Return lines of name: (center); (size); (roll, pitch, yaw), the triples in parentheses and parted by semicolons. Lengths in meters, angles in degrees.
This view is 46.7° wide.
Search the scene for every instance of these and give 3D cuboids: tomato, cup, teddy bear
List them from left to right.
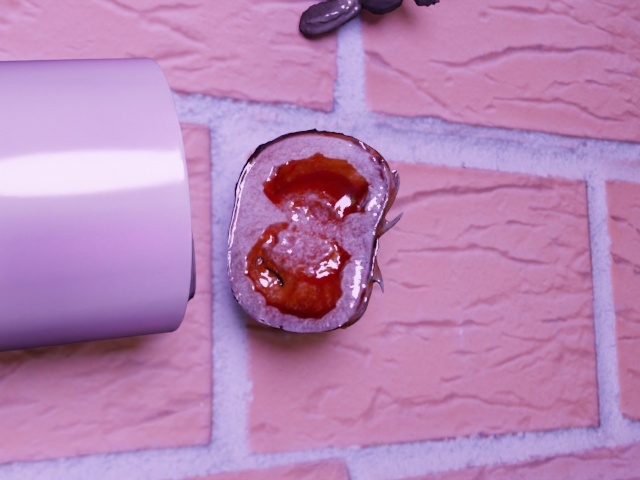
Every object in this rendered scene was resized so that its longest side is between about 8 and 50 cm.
cup: (-0.296, -0.027, 0.626); (0.372, 0.253, 0.253); (-6, 85, -25)
tomato: (0.000, 0.000, 0.813); (0.181, 0.155, 0.214); (14, 81, 13)
teddy bear: (0.011, -0.348, 0.892); (0.171, 0.144, 0.251); (-38, 120, 10)
